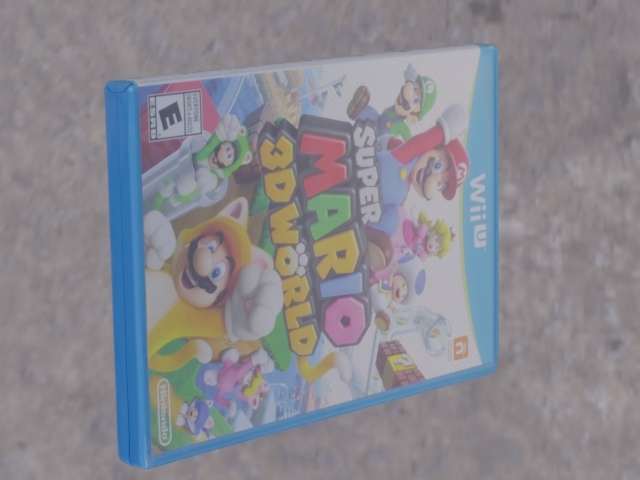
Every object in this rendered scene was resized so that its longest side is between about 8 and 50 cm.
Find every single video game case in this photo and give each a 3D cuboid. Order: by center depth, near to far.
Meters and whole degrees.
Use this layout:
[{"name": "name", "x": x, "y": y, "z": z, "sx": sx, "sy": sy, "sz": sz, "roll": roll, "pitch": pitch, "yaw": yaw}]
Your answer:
[{"name": "video game case", "x": 0.000, "y": 0.000, "z": 0.653, "sx": 0.015, "sy": 0.166, "sz": 0.119, "roll": 8, "pitch": 104, "yaw": 45}]
